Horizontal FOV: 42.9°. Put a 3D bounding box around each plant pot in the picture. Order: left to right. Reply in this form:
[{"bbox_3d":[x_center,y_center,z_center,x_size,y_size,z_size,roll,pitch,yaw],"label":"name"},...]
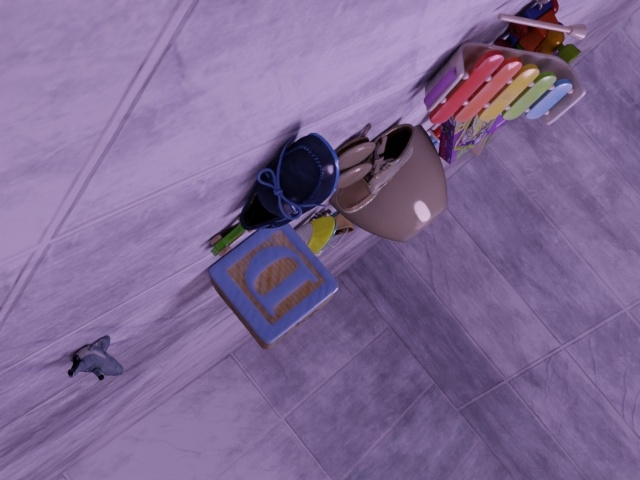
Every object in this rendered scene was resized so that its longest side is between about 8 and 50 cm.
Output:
[{"bbox_3d":[0.189,-0.108,1.925,0.284,0.191,0.284,-38,174,-5],"label":"plant pot"}]

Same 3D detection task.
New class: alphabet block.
[{"bbox_3d":[-0.097,0.092,1.661,0.192,0.193,0.197,-37,174,-11],"label":"alphabet block"}]

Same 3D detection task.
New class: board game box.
[{"bbox_3d":[0.407,-0.340,1.846,0.347,0.056,0.208,-36,145,-21],"label":"board game box"}]

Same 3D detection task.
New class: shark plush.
[{"bbox_3d":[-0.382,0.208,1.384,0.073,0.067,0.161,-38,174,-7],"label":"shark plush"}]

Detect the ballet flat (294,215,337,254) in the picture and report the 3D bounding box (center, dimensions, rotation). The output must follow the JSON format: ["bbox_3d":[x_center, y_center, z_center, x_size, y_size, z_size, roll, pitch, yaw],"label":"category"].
[{"bbox_3d":[-0.053,0.011,1.927,0.077,0.077,0.231,16,142,-30],"label":"ballet flat"}]

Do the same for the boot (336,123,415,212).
[{"bbox_3d":[0.113,-0.151,1.692,0.213,0.077,0.165,-44,175,-2],"label":"boot"}]

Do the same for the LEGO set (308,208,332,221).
[{"bbox_3d":[-0.001,-0.062,1.951,0.054,0.023,0.083,-42,160,10],"label":"LEGO set"}]

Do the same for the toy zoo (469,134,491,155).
[{"bbox_3d":[0.481,-0.373,2.083,0.293,0.030,0.192,-55,170,-20],"label":"toy zoo"}]

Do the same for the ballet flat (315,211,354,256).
[{"bbox_3d":[0.000,0.000,2.138,0.232,0.073,0.080,-36,173,-27],"label":"ballet flat"}]

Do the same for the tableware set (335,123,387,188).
[{"bbox_3d":[0.056,-0.151,1.531,0.128,0.039,0.194,-26,166,-8],"label":"tableware set"}]

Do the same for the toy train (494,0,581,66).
[{"bbox_3d":[0.443,-0.393,1.556,0.105,0.143,0.248,-38,174,-14],"label":"toy train"}]

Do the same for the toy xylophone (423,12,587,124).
[{"bbox_3d":[0.346,-0.302,1.486,0.322,0.081,0.236,-3,154,-22],"label":"toy xylophone"}]

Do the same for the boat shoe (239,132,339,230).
[{"bbox_3d":[-0.049,-0.065,1.203,0.089,0.109,0.258,-32,169,-29],"label":"boat shoe"}]

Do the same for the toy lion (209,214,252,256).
[{"bbox_3d":[-0.148,-0.009,1.393,0.100,0.034,0.096,-40,-179,3],"label":"toy lion"}]

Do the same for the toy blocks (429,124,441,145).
[{"bbox_3d":[0.333,-0.277,2.085,0.148,0.054,0.123,-42,155,21],"label":"toy blocks"}]
